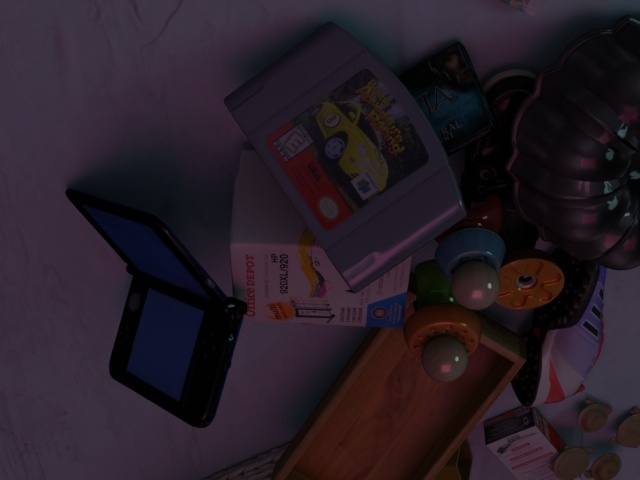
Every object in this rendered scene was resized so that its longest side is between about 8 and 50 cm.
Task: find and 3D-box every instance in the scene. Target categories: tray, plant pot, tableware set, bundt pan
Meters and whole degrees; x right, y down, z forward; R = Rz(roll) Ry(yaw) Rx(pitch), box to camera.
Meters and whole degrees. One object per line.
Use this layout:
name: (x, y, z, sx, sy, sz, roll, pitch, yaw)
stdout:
tray: (0.113, 0.264, 1.829, 0.202, 0.076, 0.411, 30, 114, -6)
plant pot: (0.199, 0.366, 1.986, 0.083, 0.081, 0.081, -4, 132, 21)
tableware set: (0.457, 0.333, 1.956, 0.141, 0.020, 0.169, 20, 108, -24)
bundt pan: (0.401, -0.103, 1.476, 0.330, 0.124, 0.331, -7, 119, -14)

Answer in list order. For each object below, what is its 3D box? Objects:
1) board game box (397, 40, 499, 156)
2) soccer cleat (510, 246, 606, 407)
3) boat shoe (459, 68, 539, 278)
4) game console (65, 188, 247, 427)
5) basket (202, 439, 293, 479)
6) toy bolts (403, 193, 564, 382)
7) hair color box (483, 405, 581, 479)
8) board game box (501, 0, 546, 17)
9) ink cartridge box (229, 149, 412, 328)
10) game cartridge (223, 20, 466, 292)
board game box: (0.120, -0.152, 1.514, 0.186, 0.126, 0.026, -29, 157, 23)
soccer cleat: (0.371, 0.119, 1.763, 0.116, 0.109, 0.318, -5, 132, -19)
boat shoe: (0.245, -0.060, 1.591, 0.127, 0.113, 0.340, 5, 131, -3)
game console: (-0.247, 0.085, 1.602, 0.173, 0.293, 0.250, 16, 90, -35)
basket: (-0.070, 0.568, 2.042, 0.328, 0.266, 0.331, -26, 124, 22)
toy bolts: (0.212, 0.067, 1.526, 0.218, 0.158, 0.229, -4, 136, 2)
hair color box: (0.349, 0.347, 1.980, 0.093, 0.053, 0.167, -26, 127, 22)
board game box: (0.249, -0.346, 1.402, 0.103, 0.026, 0.154, 22, 128, -17)
ink cartridge box: (0.000, 0.000, 1.602, 0.232, 0.168, 0.171, 2, 140, 0)
game cartridge: (0.038, -0.110, 1.463, 0.196, 0.060, 0.294, -35, 82, 3)
